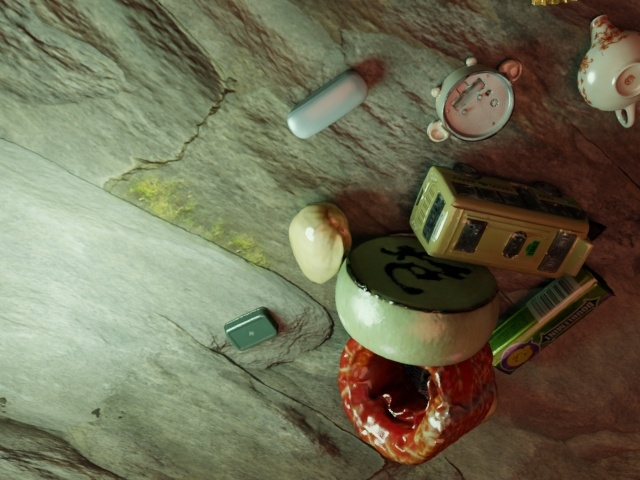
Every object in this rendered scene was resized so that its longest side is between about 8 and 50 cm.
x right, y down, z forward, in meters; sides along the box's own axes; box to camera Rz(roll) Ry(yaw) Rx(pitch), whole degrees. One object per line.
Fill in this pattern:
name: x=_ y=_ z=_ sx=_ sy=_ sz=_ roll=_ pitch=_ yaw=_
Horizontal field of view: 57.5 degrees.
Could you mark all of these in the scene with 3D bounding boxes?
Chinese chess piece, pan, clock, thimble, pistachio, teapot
Chinese chess piece: x=0.207 y=0.115 z=1.257 sx=0.350 sy=0.349 sz=0.146 roll=3 pitch=117 yaw=-8
pan: x=0.595 y=0.024 z=1.412 sx=0.128 sy=0.048 sz=0.202 roll=-9 pitch=144 yaw=-46
clock: x=0.317 y=-0.282 z=1.199 sx=0.229 sy=0.063 sz=0.156 roll=-39 pitch=119 yaw=16
thimble: x=0.224 y=0.333 z=1.381 sx=0.231 sy=0.350 sz=0.350 roll=-9 pitch=131 yaw=-43
pistachio: x=0.000 y=0.000 z=1.319 sx=0.145 sy=0.117 sz=0.200 roll=23 pitch=137 yaw=22
teapot: x=0.608 y=-0.330 z=1.184 sx=0.159 sy=0.116 sz=0.245 roll=-26 pitch=128 yaw=-3

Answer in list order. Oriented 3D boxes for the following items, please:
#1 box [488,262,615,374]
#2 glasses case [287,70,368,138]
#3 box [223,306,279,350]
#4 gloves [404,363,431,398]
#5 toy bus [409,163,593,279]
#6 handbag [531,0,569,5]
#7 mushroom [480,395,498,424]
box: x=0.581 y=0.205 z=1.508 sx=0.134 sy=0.097 sz=0.345 roll=30 pitch=114 yaw=-34
glasses case: x=0.014 y=-0.274 z=1.182 sx=0.179 sy=0.045 sz=0.067 roll=-32 pitch=120 yaw=13
box: x=-0.176 y=0.228 z=1.487 sx=0.126 sy=0.031 sz=0.091 roll=-25 pitch=122 yaw=8
gloves: x=0.260 y=0.378 z=1.583 sx=0.097 sy=0.119 sz=0.229 roll=-8 pitch=130 yaw=-46
toy bus: x=0.399 y=-0.034 z=1.283 sx=0.366 sy=0.201 sz=0.176 roll=9 pitch=120 yaw=-12
handbag: x=0.446 y=-0.481 z=1.108 sx=0.083 sy=0.027 sz=0.061 roll=-8 pitch=123 yaw=2
mushroom: x=0.427 y=0.451 z=1.644 sx=0.148 sy=0.112 sz=0.148 roll=-2 pitch=120 yaw=-4
